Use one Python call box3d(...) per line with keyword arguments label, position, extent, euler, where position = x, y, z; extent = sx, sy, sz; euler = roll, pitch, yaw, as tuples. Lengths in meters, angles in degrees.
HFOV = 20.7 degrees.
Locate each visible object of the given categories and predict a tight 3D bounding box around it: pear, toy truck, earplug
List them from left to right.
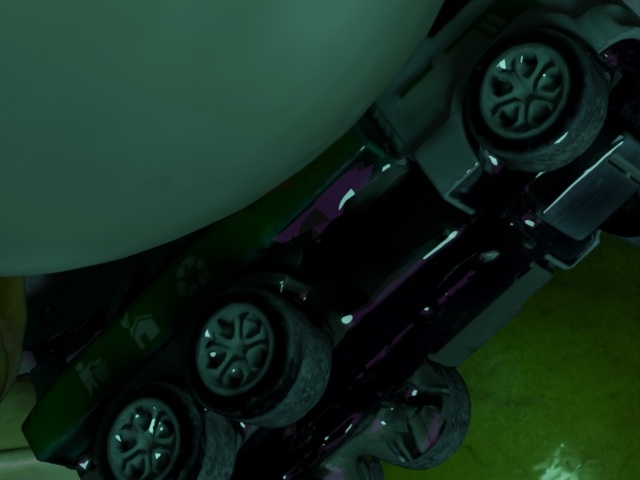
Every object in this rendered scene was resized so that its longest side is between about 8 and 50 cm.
box3d(label="earplug", position=(-0.136, -0.148, 0.471), extent=(0.394, 0.313, 0.312), euler=(22, 121, -43))
box3d(label="toy truck", position=(0.005, 0.004, 0.822), extent=(0.363, 0.178, 0.176), euler=(-41, 149, 16))
box3d(label="pear", position=(0.111, 0.105, 0.968), extent=(0.269, 0.212, 0.212), euler=(-51, 144, -16))

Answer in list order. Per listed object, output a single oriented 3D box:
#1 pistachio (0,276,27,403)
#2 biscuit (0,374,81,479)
box3d(label="pistachio", position=(-0.229, 0.006, 0.715), extent=(0.197, 0.166, 0.288), euler=(-13, 131, 15))
box3d(label="biscuit", position=(-0.189, 0.111, 0.929), extent=(0.188, 0.056, 0.052), euler=(-7, 136, -24))
